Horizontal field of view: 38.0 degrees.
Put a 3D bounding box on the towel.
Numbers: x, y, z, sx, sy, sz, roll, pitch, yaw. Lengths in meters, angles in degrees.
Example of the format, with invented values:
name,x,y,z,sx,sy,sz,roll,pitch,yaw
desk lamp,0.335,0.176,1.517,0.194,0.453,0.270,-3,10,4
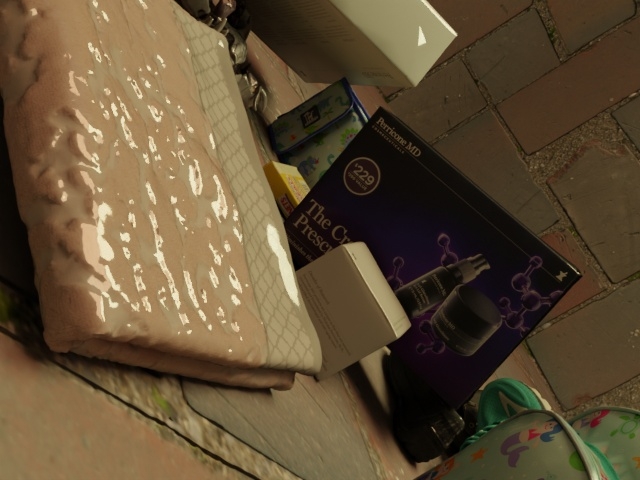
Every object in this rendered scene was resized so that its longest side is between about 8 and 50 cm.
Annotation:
name,x,y,z,sx,sy,sz,roll,pitch,yaw
towel,-0.109,-0.067,0.634,0.317,0.053,0.331,34,37,-65

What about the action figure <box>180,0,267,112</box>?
name,x,y,z,sx,sy,sz,roll,pitch,yaw
action figure,-0.137,-0.272,1.071,0.285,0.099,0.185,60,1,-11

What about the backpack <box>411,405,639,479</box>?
name,x,y,z,sx,sy,sz,roll,pitch,yaw
backpack,0.187,0.244,0.701,0.191,0.253,0.225,54,13,-21

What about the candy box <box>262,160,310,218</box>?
name,x,y,z,sx,sy,sz,roll,pitch,yaw
candy box,0.000,0.000,1.107,0.206,0.027,0.105,60,14,7

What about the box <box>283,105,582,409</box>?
name,x,y,z,sx,sy,sz,roll,pitch,yaw
box,0.110,0.016,0.964,0.261,0.184,0.103,42,7,15

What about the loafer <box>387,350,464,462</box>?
name,x,y,z,sx,sy,sz,roll,pitch,yaw
loafer,0.124,0.170,1.060,0.076,0.078,0.223,56,12,-16

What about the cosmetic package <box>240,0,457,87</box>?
name,x,y,z,sx,sy,sz,roll,pitch,yaw
cosmetic package,-0.027,-0.328,1.211,0.284,0.097,0.377,43,-7,-23

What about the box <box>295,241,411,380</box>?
name,x,y,z,sx,sy,sz,roll,pitch,yaw
box,0.021,0.064,0.880,0.102,0.087,0.101,59,12,6

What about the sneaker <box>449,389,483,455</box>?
name,x,y,z,sx,sy,sz,roll,pitch,yaw
sneaker,0.206,0.287,1.157,0.118,0.083,0.222,22,41,-40

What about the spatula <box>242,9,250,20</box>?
name,x,y,z,sx,sy,sz,roll,pitch,yaw
spatula,-0.177,-0.388,1.169,0.242,0.019,0.168,47,-13,22

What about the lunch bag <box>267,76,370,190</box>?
name,x,y,z,sx,sy,sz,roll,pitch,yaw
lunch bag,0.013,-0.125,1.229,0.151,0.129,0.096,64,12,21

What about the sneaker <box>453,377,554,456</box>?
name,x,y,z,sx,sy,sz,roll,pitch,yaw
sneaker,0.198,0.248,1.021,0.110,0.107,0.275,42,34,-19
